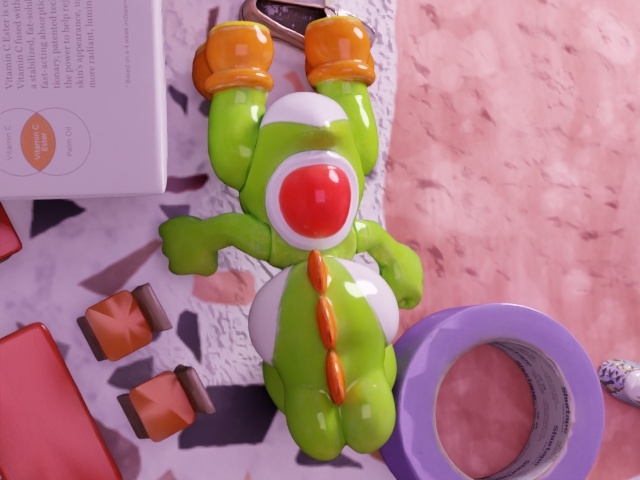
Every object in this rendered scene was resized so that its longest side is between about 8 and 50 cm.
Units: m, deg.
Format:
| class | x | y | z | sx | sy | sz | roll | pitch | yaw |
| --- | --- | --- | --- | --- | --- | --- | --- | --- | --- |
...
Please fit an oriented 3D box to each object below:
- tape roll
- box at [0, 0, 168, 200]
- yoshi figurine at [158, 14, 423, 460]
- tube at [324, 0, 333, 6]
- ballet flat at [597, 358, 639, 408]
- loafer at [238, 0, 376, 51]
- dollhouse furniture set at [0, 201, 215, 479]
| class | x | y | z | sx | sy | sz | roll | pitch | yaw |
| --- | --- | --- | --- | --- | --- | --- | --- | --- | --- |
| tape roll | 0.145 | 0.150 | 1.161 | 0.189 | 0.080 | 0.189 | 1 | 84 | -14 |
| box | -0.288 | -0.148 | 0.973 | 0.345 | 0.168 | 0.215 | -1 | 105 | -6 |
| yoshi figurine | -0.012 | 0.009 | 1.112 | 0.203 | 0.203 | 0.362 | 15 | 62 | -52 |
| tube | 0.070 | -0.318 | 1.182 | 0.070 | 0.062 | 0.240 | 45 | 73 | -30 |
| ballet flat | 0.310 | 0.142 | 1.225 | 0.114 | 0.041 | 0.041 | 30 | 79 | -10 |
| loafer | -0.008 | -0.189 | 1.169 | 0.125 | 0.039 | 0.045 | 11 | 83 | -13 |
| dollhouse furniture set | -0.244 | 0.098 | 1.034 | 0.262 | 0.135 | 0.259 | -28 | 93 | -15 |
